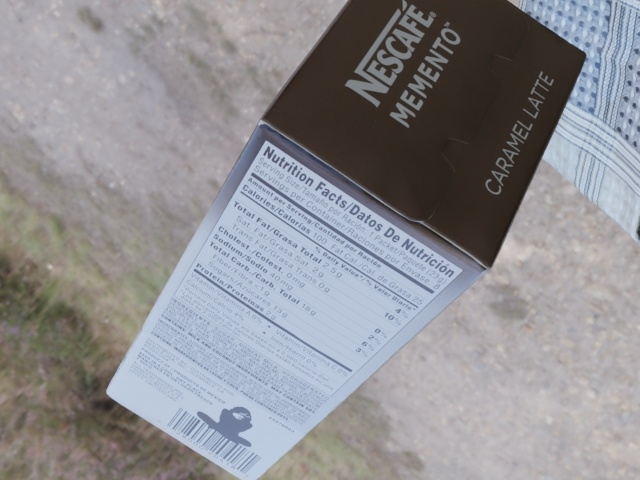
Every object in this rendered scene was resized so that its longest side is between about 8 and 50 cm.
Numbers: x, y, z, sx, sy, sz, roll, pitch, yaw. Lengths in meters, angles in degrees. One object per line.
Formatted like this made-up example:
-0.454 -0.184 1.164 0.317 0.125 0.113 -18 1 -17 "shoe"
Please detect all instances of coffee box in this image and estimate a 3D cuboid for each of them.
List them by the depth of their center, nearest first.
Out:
0.000 0.000 0.468 0.098 0.141 0.246 34 141 -3 "coffee box"

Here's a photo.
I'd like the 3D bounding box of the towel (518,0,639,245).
0.289 -0.180 1.002 0.324 0.056 0.312 -127 35 -49 "towel"
